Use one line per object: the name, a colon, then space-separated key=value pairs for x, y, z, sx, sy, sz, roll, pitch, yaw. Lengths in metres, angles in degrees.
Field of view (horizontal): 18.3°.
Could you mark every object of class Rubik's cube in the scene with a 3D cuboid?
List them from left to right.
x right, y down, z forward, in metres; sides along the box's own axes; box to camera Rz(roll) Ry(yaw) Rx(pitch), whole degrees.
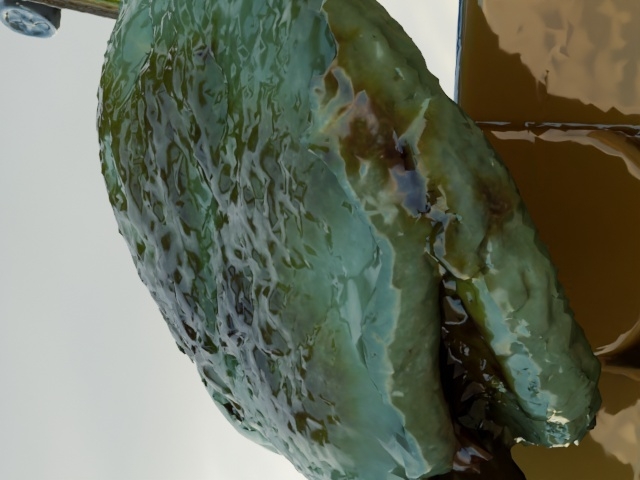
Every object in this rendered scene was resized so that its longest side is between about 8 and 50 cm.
Rubik's cube: x=0.223 y=0.006 z=0.917 sx=0.290 sy=0.291 sz=0.291 roll=6 pitch=-93 yaw=-73

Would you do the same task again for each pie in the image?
pie: x=-0.003 y=-0.009 z=0.741 sx=0.274 sy=0.105 sz=0.257 roll=34 pitch=144 yaw=51

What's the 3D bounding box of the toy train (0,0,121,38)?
toy train: x=-0.135 y=-0.176 z=1.172 sx=0.127 sy=0.219 sz=0.089 roll=76 pitch=-150 yaw=-66
